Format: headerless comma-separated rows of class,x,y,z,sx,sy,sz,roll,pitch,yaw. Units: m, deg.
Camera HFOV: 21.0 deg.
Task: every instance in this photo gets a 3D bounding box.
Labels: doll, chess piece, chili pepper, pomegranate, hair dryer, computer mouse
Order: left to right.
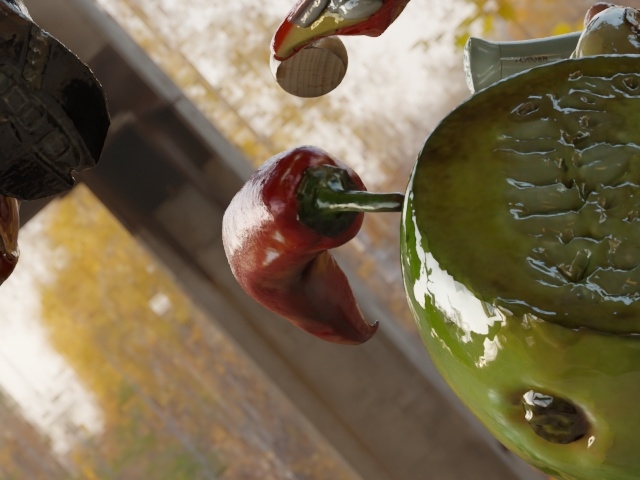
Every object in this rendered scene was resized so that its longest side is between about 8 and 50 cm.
computer mouse,-0.210,-0.100,1.137,0.106,0.192,0.062,-45,36,-7
chess piece,-0.012,-0.189,1.825,0.083,0.084,0.038,-44,38,38
chili pepper,-0.007,0.000,1.308,0.368,0.137,0.091,96,-174,-75
doll,0.027,-0.155,0.974,0.109,0.057,0.169,-27,-14,-12
hair dryer,0.266,-0.110,1.864,0.206,0.237,0.075,-5,-2,-6
pomegranate,0.126,0.009,0.762,0.190,0.241,0.159,-19,-43,-8

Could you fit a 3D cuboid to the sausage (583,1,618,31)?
sausage,0.195,-0.120,1.156,0.034,0.083,0.034,-2,-22,-1

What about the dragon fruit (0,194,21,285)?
dragon fruit,-0.336,0.001,1.227,0.250,0.250,0.315,-44,30,41
